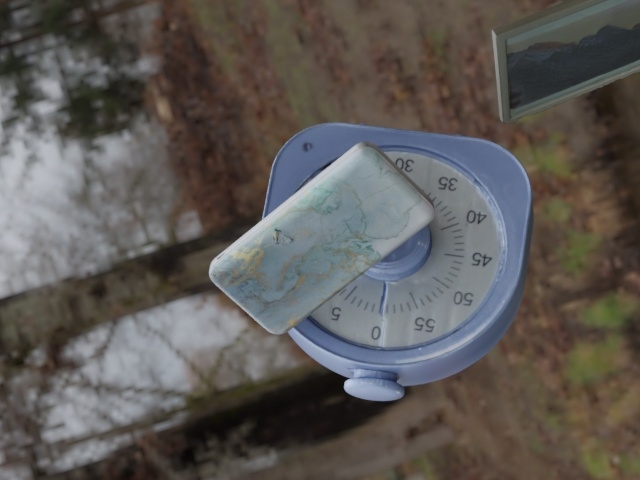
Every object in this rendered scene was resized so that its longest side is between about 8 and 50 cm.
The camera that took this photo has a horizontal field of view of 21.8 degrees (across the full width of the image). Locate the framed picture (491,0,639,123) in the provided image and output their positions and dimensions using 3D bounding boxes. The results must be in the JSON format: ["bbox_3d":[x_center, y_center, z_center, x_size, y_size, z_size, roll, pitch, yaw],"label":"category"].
[{"bbox_3d":[0.356,-0.262,2.210,0.192,0.265,0.018,75,171,-56],"label":"framed picture"}]

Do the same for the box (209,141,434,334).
[{"bbox_3d":[0.000,0.000,2.124,0.142,0.285,0.044,42,-158,-23],"label":"box"}]

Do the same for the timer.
[{"bbox_3d":[0.099,0.031,2.276,0.173,0.395,0.395,74,179,-71],"label":"timer"}]
